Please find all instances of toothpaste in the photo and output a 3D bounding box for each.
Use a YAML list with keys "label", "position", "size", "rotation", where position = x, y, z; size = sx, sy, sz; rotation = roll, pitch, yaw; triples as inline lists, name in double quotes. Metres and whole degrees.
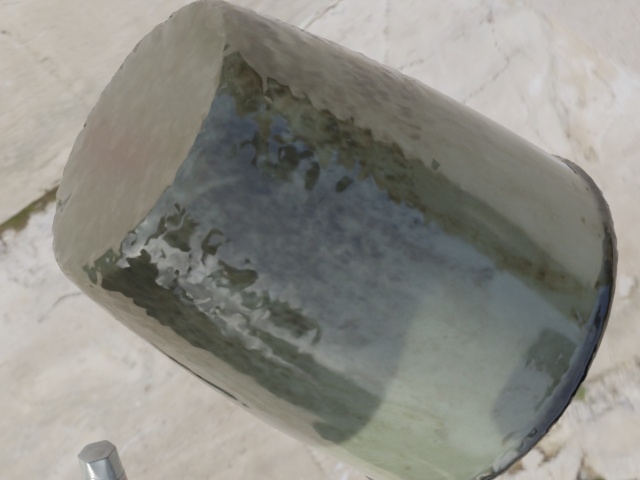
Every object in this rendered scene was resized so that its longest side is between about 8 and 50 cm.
- label: "toothpaste"
  position: [-0.205, 0.295, 1.383]
  size: [0.043, 0.067, 0.194]
  rotation: [9, 121, 37]

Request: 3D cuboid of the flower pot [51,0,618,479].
- label: "flower pot"
  position: [0.000, 0.000, 0.973]
  size: [0.330, 0.293, 0.293]
  rotation: [28, 110, -31]
